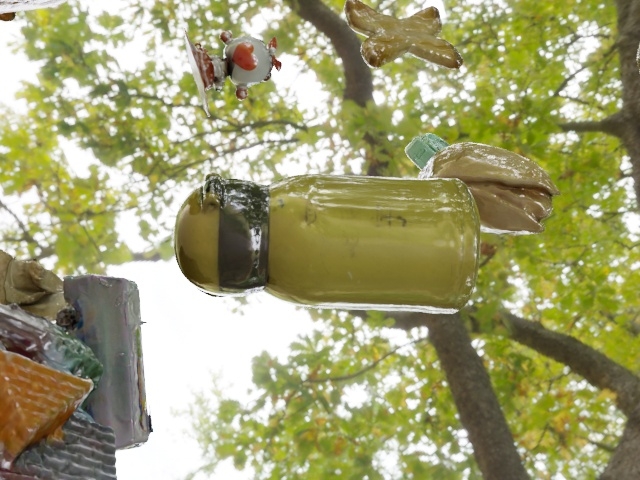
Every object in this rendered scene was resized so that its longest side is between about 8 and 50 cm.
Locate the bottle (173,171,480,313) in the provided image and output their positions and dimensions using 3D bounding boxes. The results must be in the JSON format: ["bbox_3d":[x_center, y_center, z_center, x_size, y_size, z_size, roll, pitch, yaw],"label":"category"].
[{"bbox_3d":[0.000,0.000,0.805,0.171,0.351,0.171,-177,-90,-83],"label":"bottle"}]

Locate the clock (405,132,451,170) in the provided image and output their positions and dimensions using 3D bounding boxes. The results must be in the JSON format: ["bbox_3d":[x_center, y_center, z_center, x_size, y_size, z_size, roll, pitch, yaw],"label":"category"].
[{"bbox_3d":[0.322,-0.232,1.817,0.159,0.211,0.066,42,-62,2],"label":"clock"}]

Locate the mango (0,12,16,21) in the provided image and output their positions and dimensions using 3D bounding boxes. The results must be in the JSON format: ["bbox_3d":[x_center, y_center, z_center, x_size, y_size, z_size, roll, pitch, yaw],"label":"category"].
[{"bbox_3d":[-0.544,-0.394,0.990,0.187,0.101,0.066,24,24,-46],"label":"mango"}]

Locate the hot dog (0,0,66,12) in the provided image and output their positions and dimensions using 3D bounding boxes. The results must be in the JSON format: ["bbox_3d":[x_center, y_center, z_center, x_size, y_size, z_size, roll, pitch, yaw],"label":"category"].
[{"bbox_3d":[-0.438,-0.357,0.748,0.405,0.223,0.185,-77,146,-77],"label":"hot dog"}]

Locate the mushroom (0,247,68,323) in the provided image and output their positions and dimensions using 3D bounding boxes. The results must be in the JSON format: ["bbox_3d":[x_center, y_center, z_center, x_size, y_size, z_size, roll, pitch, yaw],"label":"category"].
[{"bbox_3d":[-0.655,0.124,1.439,0.156,0.151,0.286,7,-24,24],"label":"mushroom"}]

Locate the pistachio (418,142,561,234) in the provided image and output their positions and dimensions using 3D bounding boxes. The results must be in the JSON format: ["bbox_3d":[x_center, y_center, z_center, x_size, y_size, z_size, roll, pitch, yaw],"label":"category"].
[{"bbox_3d":[0.304,-0.098,1.247,0.293,0.181,0.162,16,-85,44],"label":"pistachio"}]

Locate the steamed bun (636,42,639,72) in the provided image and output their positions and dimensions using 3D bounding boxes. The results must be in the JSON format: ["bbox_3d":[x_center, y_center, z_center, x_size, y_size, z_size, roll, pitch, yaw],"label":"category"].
[{"bbox_3d":[0.526,-0.172,0.819,0.231,0.110,0.212,37,9,-40],"label":"steamed bun"}]

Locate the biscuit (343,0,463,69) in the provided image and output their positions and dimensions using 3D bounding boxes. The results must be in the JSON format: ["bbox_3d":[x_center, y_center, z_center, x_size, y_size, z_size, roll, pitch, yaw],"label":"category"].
[{"bbox_3d":[0.156,-0.384,1.245,0.047,0.208,0.164,120,-41,-52],"label":"biscuit"}]

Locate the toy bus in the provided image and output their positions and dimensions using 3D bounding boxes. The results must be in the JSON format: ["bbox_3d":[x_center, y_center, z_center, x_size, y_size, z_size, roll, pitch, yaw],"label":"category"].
[{"bbox_3d":[-0.381,0.212,1.164,0.112,0.138,0.317,65,17,-76],"label":"toy bus"}]

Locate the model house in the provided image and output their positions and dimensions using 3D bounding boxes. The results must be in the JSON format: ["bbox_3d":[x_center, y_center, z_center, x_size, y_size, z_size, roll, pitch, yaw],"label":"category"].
[{"bbox_3d":[-0.423,0.255,0.809,0.360,0.297,0.339,36,-10,-40],"label":"model house"}]

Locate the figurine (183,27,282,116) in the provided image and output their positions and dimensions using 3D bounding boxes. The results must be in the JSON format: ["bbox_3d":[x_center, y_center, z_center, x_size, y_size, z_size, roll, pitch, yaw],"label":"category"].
[{"bbox_3d":[-0.211,-0.455,1.682,0.160,0.226,0.183,101,-31,-70],"label":"figurine"}]
